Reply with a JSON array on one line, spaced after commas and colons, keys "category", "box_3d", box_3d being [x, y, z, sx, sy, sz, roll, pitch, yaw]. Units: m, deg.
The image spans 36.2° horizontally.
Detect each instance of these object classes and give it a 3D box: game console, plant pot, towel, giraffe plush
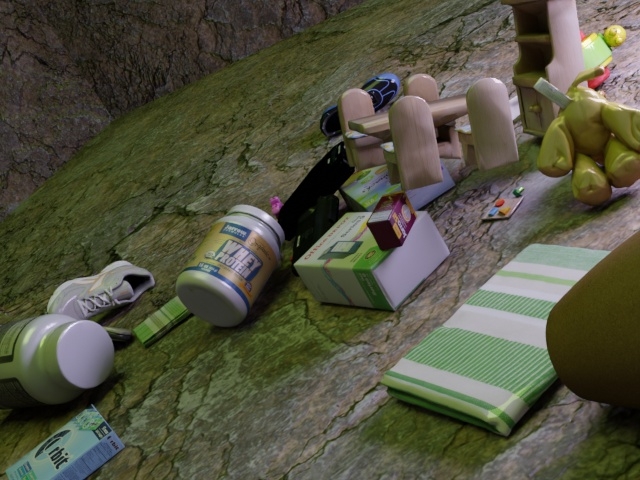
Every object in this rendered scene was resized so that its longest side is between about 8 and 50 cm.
[{"category": "game console", "box_3d": [-0.014, -0.046, 1.903, 0.213, 0.044, 0.361, -46, 19, 27]}, {"category": "plant pot", "box_3d": [0.362, 0.082, 0.996, 0.254, 0.237, 0.237, -29, 16, 48]}, {"category": "towel", "box_3d": [0.261, 0.116, 1.282, 0.325, 0.038, 0.248, -39, 23, -24]}, {"category": "towel", "box_3d": [-0.309, 0.157, 1.999, 0.152, 0.023, 0.113, -38, 19, -10]}, {"category": "giraffe plush", "box_3d": [0.426, -0.163, 1.539, 0.181, 0.210, 0.170, -37, -14, 17]}]

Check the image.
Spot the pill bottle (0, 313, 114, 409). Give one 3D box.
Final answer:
[{"category": "pill bottle", "box_3d": [-0.553, 0.237, 1.926, 0.319, 0.176, 0.176, -12, 28, 41]}]

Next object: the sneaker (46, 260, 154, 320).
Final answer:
[{"category": "sneaker", "box_3d": [-0.486, 0.119, 2.182, 0.121, 0.099, 0.262, 3, 28, 42]}]

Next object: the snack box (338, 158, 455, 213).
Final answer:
[{"category": "snack box", "box_3d": [0.141, -0.108, 1.899, 0.174, 0.070, 0.207, -33, 22, -5]}]

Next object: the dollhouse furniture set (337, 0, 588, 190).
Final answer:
[{"category": "dollhouse furniture set", "box_3d": [0.241, -0.273, 1.691, 0.394, 0.256, 0.362, -14, 13, -9]}]

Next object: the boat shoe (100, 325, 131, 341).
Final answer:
[{"category": "boat shoe", "box_3d": [-0.471, 0.214, 2.062, 0.206, 0.075, 0.065, -5, 76, 40]}]

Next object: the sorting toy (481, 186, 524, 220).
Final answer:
[{"category": "sorting toy", "box_3d": [0.311, -0.063, 1.644, 0.062, 0.012, 0.083, -8, 31, 47]}]

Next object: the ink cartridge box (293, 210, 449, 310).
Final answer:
[{"category": "ink cartridge box", "box_3d": [0.082, 0.031, 1.636, 0.154, 0.093, 0.212, -43, 24, -27]}]

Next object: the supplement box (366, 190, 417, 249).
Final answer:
[{"category": "supplement box", "box_3d": [0.113, -0.032, 1.536, 0.043, 0.055, 0.083, -11, 32, 33]}]

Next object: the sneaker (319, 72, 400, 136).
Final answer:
[{"category": "sneaker", "box_3d": [0.099, -0.333, 2.463, 0.232, 0.081, 0.090, -31, 22, 20]}]

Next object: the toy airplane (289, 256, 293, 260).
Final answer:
[{"category": "toy airplane", "box_3d": [0.000, 0.000, 1.908, 0.151, 0.028, 0.151, -29, 21, 12]}]

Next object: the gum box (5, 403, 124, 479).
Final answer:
[{"category": "gum box", "box_3d": [-0.435, 0.369, 1.656, 0.184, 0.041, 0.157, -37, 21, -16]}]

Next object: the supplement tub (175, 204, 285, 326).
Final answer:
[{"category": "supplement tub", "box_3d": [-0.164, 0.046, 1.828, 0.144, 0.144, 0.199, -9, 41, 45]}]

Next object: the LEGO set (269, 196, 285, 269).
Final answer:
[{"category": "LEGO set", "box_3d": [-0.126, -0.018, 2.029, 0.087, 0.093, 0.227, -25, 22, 16]}]

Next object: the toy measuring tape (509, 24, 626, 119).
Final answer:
[{"category": "toy measuring tape", "box_3d": [0.444, -0.302, 1.867, 0.330, 0.121, 0.121, -36, 20, 8]}]
